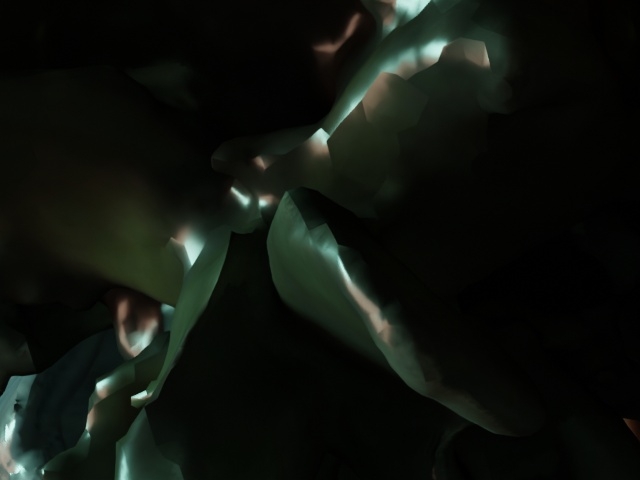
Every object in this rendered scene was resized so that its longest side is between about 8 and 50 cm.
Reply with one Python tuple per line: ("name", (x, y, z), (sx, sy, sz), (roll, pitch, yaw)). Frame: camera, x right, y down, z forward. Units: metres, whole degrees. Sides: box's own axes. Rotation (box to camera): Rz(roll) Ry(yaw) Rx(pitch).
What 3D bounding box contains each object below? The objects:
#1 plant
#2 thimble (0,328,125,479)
("plant", (-0.022, -0.025, 0.466), (0.199, 0.188, 0.276), (85, 174, -59))
("thimble", (-0.021, 0.109, 0.642), (0.172, 0.205, 0.236), (105, 174, -63))
